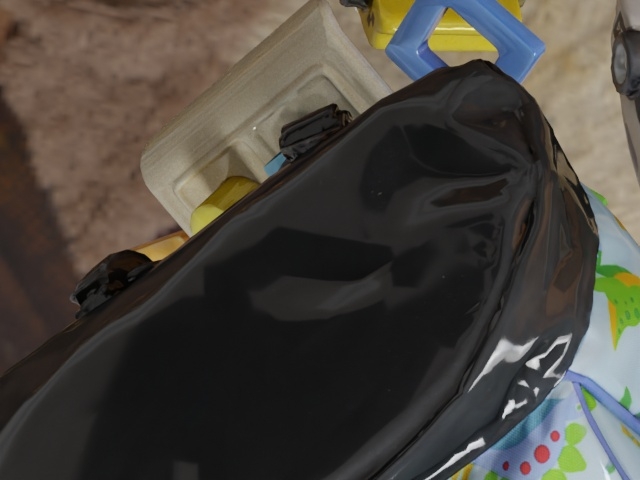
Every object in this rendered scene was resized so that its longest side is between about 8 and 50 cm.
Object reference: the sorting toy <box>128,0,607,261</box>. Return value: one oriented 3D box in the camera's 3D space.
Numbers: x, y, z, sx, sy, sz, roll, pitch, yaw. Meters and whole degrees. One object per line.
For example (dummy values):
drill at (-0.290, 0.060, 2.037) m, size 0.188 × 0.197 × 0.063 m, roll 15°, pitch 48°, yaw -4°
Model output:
sorting toy at (0.000, 0.000, 1.003) m, size 0.196 × 0.047 × 0.348 m, roll 53°, pitch 137°, yaw -2°

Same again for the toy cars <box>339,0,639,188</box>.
toy cars at (0.131, -0.103, 1.081) m, size 0.394 × 0.176 × 0.087 m, roll 38°, pitch 146°, yaw 20°

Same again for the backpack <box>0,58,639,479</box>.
backpack at (0.075, 0.137, 0.843) m, size 0.290 × 0.355 × 0.273 m, roll -33°, pitch 54°, yaw 16°
